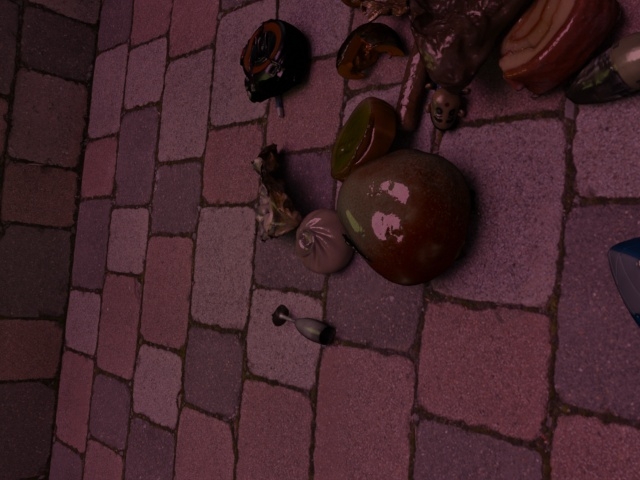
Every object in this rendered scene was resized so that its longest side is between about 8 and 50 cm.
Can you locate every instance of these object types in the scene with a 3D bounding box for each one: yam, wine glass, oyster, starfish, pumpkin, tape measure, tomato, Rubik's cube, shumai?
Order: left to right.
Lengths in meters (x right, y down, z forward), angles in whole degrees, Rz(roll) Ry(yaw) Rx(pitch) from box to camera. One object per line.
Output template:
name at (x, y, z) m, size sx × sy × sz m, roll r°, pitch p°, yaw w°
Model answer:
oyster at (-0.131, -0.122, 1.887) m, size 0.351 × 0.114 × 0.238 m, roll -127°, pitch 34°, yaw -60°
tape measure at (-0.135, -0.529, 1.968) m, size 0.202 × 0.135 × 0.223 m, roll -17°, pitch 66°, yaw 40°
wine glass at (-0.048, 0.229, 1.817) m, size 0.198 × 0.066 × 0.066 m, roll 17°, pitch 97°, yaw 47°
pumpkin at (0.120, -0.485, 1.699) m, size 0.183 × 0.119 × 0.108 m, roll -17°, pitch 73°, yaw 39°
starfish at (0.176, -0.574, 1.654) m, size 0.150 × 0.053 × 0.210 m, roll -29°, pitch 28°, yaw -5°
tomato at (0.175, -0.053, 1.483) m, size 0.303 × 0.239 × 0.304 m, roll -9°, pitch 77°, yaw 43°
yam at (0.231, -0.400, 1.604) m, size 0.066 × 0.066 × 0.300 m, roll 25°, pitch 103°, yaw 46°
shumai at (0.343, -0.474, 1.373) m, size 0.283 × 0.217 × 0.346 m, roll -16°, pitch 43°, yaw 31°
Rubik's cube at (0.575, 0.050, 1.051) m, size 0.254 × 0.254 × 0.255 m, roll -9°, pitch 78°, yaw 46°

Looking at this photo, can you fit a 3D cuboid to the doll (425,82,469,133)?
doll at (0.284, -0.330, 1.526) m, size 0.089 × 0.101 × 0.180 m, roll -70°, pitch -15°, yaw -87°

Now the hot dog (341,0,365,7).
hot dog at (0.083, -0.676, 1.810) m, size 0.090 × 0.060 × 0.140 m, roll -48°, pitch 49°, yaw 26°

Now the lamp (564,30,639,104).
lamp at (0.548, -0.311, 1.224) m, size 0.250 × 0.101 × 0.101 m, roll -31°, pitch 62°, yaw 54°

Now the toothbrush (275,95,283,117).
toothbrush at (-0.139, -0.493, 2.056) m, size 0.025 × 0.019 × 0.276 m, roll -26°, pitch 65°, yaw 34°

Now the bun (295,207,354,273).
bun at (0.000, 0.000, 1.757) m, size 0.172 × 0.119 × 0.173 m, roll -8°, pitch 78°, yaw 44°

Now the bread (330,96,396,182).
bread at (0.101, -0.241, 1.649) m, size 0.236 × 0.069 × 0.236 m, roll -56°, pitch 20°, yaw 32°

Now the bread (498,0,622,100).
bread at (0.448, -0.392, 1.307) m, size 0.244 × 0.123 × 0.190 m, roll -59°, pitch 31°, yaw 26°
